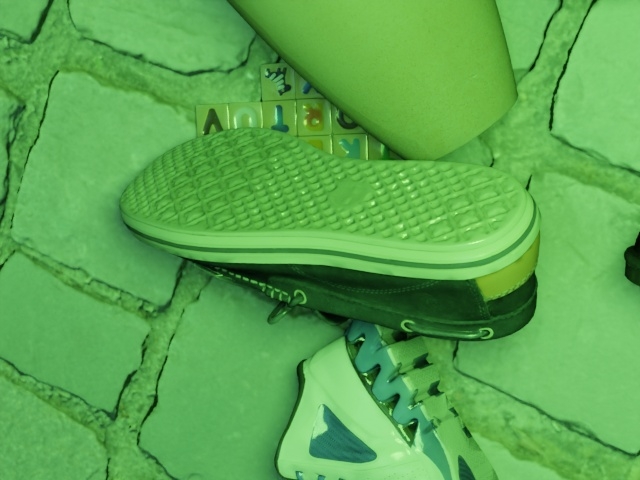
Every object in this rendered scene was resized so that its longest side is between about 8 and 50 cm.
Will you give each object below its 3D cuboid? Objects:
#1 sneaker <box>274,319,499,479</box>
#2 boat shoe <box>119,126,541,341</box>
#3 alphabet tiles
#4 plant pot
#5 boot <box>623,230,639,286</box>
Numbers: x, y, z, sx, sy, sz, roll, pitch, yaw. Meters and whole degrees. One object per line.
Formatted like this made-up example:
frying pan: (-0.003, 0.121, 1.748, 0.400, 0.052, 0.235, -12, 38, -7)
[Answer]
sneaker: (0.062, 0.234, 1.632, 0.182, 0.127, 0.315, -30, 77, 24)
boat shoe: (0.000, 0.000, 1.571, 0.500, 0.187, 0.156, 9, 137, 35)
alphabet tiles: (-0.023, -0.092, 1.686, 0.237, 0.009, 0.198, -1, 94, 20)
plant pot: (0.068, -0.220, 1.536, 0.256, 0.256, 0.274, -31, 103, 20)
boot: (0.446, -0.086, 1.443, 0.348, 0.131, 0.260, -5, 100, 10)
